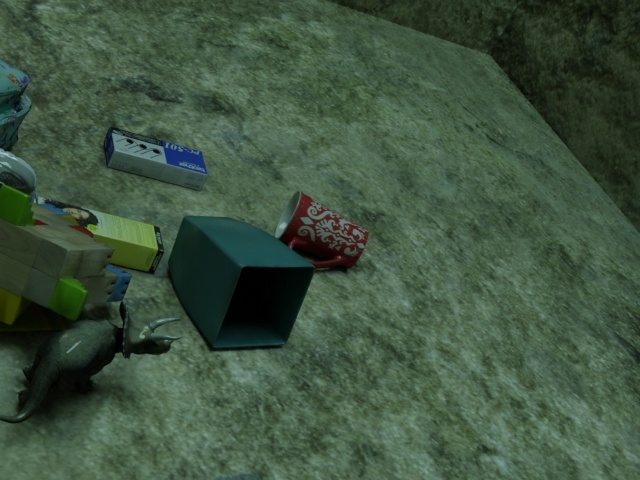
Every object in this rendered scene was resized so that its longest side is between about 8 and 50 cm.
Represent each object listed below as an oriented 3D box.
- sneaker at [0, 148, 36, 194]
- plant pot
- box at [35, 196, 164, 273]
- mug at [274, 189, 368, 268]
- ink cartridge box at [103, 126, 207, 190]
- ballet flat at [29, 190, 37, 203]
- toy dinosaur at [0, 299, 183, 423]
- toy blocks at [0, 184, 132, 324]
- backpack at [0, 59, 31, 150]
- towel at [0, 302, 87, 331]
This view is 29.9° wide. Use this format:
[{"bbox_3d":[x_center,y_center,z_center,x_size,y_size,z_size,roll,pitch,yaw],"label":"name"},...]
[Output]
[{"bbox_3d":[-0.634,-0.098,2.074,0.281,0.105,0.115,6,48,-24],"label":"sneaker"},{"bbox_3d":[-0.161,0.058,2.144,0.166,0.165,0.234,2,28,-41],"label":"plant pot"},{"bbox_3d":[-0.400,-0.009,2.145,0.232,0.058,0.087,15,29,-25],"label":"box"},{"bbox_3d":[-0.002,-0.001,2.483,0.169,0.150,0.113,25,-10,-13],"label":"mug"},{"bbox_3d":[-0.344,-0.170,2.501,0.207,0.046,0.097,15,30,-24],"label":"ink cartridge box"},{"bbox_3d":[-0.537,-0.089,2.187,0.041,0.041,0.114,14,28,-25],"label":"ballet flat"},{"bbox_3d":[-0.360,0.165,1.739,0.121,0.160,0.314,53,32,14],"label":"toy dinosaur"},{"bbox_3d":[-0.472,0.003,1.927,0.382,0.190,0.261,24,7,16],"label":"toy blocks"},{"bbox_3d":[-0.669,-0.247,2.197,0.225,0.191,0.253,29,31,2],"label":"backpack"},{"bbox_3d":[-0.487,0.107,1.896,0.237,0.021,0.102,1,35,-41],"label":"towel"}]
